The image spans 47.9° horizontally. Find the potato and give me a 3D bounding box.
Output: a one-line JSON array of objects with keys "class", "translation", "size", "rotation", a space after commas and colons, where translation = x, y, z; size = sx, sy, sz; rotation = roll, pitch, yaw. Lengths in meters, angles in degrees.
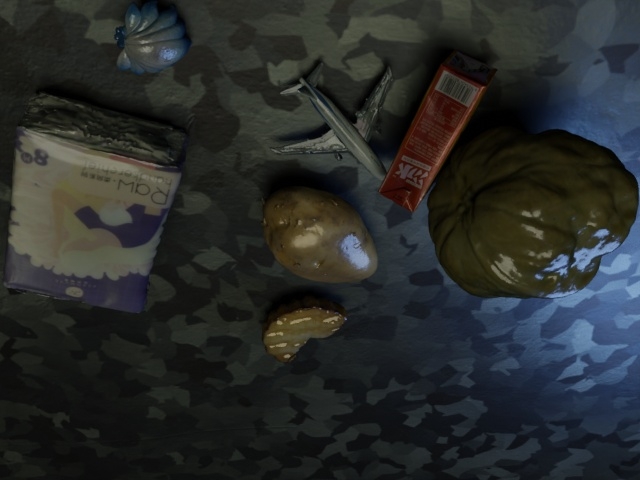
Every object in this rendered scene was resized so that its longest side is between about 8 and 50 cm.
[{"class": "potato", "translation": [-0.004, 0.002, 1.206], "size": [0.161, 0.128, 0.234], "rotation": [-16, 136, 19]}]

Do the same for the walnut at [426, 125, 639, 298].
[{"class": "walnut", "translation": [0.309, -0.040, 1.083], "size": [0.277, 0.253, 0.282], "rotation": [-2, 127, -30]}]

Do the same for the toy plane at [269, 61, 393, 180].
[{"class": "toy plane", "translation": [0.035, -0.170, 1.096], "size": [0.226, 0.058, 0.226], "rotation": [-31, 129, 23]}]

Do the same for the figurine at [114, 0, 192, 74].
[{"class": "figurine", "translation": [-0.225, -0.275, 0.991], "size": [0.114, 0.079, 0.114], "rotation": [-29, 142, -26]}]

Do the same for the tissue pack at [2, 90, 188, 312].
[{"class": "tissue pack", "translation": [-0.364, -0.048, 1.150], "size": [0.242, 0.125, 0.343], "rotation": [14, 131, -14]}]

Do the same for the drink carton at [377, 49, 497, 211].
[{"class": "drink carton", "translation": [0.169, -0.159, 1.061], "size": [0.071, 0.096, 0.223], "rotation": [30, 123, 7]}]

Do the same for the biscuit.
[{"class": "biscuit", "translation": [-0.043, 0.156, 1.393], "size": [0.183, 0.061, 0.118], "rotation": [-31, 125, 22]}]
